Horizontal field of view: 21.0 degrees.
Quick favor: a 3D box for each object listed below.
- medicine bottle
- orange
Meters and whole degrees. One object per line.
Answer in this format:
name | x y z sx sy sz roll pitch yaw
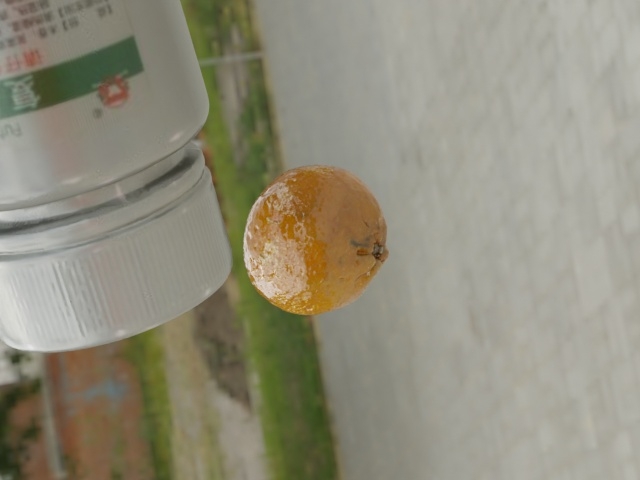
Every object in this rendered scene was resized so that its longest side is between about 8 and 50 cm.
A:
medicine bottle | -0.187 -0.112 1.167 0.208 0.208 0.340 -125 19 -70
orange | -0.001 -0.002 1.515 0.117 0.135 0.136 -9 89 40
